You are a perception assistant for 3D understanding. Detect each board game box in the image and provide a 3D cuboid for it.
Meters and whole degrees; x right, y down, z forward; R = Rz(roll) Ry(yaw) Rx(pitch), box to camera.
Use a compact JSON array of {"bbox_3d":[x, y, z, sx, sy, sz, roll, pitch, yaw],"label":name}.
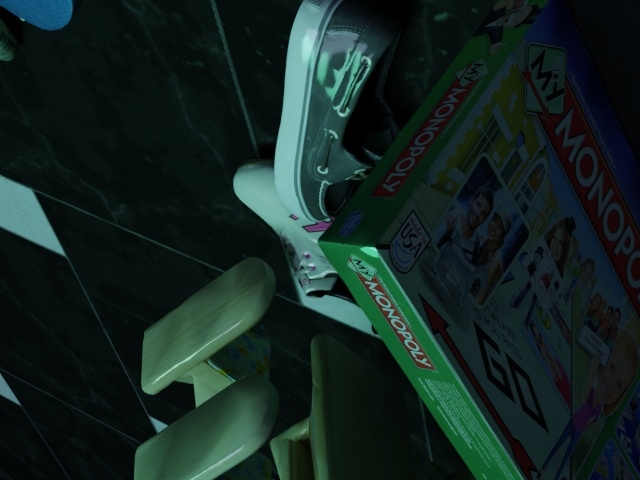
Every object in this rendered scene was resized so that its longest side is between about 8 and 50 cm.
[{"bbox_3d":[0.141,0.038,0.765,0.046,0.213,0.317,6,140,45],"label":"board game box"}]

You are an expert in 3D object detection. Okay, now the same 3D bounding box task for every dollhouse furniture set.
[{"bbox_3d":[0.072,0.227,0.969,0.256,0.394,0.362,-35,125,24],"label":"dollhouse furniture set"}]

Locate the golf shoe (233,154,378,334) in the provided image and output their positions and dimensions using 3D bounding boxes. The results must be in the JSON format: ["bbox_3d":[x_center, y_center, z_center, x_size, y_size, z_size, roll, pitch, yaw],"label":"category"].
[{"bbox_3d":[0.000,0.000,1.006,0.186,0.086,0.067,33,153,11],"label":"golf shoe"}]

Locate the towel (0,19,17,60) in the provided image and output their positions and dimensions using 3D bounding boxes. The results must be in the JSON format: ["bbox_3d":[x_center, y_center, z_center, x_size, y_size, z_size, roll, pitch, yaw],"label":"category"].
[{"bbox_3d":[-0.418,-0.253,0.993,0.324,0.056,0.312,23,177,4],"label":"towel"}]

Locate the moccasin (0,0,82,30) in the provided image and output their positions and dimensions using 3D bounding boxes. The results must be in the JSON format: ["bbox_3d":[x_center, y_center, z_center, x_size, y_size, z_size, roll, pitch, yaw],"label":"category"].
[{"bbox_3d":[-0.181,-0.239,0.809,0.137,0.117,0.342,29,165,-7],"label":"moccasin"}]

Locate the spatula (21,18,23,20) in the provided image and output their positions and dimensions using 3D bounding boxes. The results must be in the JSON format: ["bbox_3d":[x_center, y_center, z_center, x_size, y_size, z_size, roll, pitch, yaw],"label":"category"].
[{"bbox_3d":[-0.300,-0.288,0.987,0.242,0.019,0.168,46,156,-15],"label":"spatula"}]

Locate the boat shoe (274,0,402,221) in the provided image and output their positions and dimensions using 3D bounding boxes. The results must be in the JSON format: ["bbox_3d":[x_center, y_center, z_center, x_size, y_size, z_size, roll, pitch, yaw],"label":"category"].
[{"bbox_3d":[0.021,-0.081,0.875,0.076,0.080,0.228,29,144,17],"label":"boat shoe"}]
